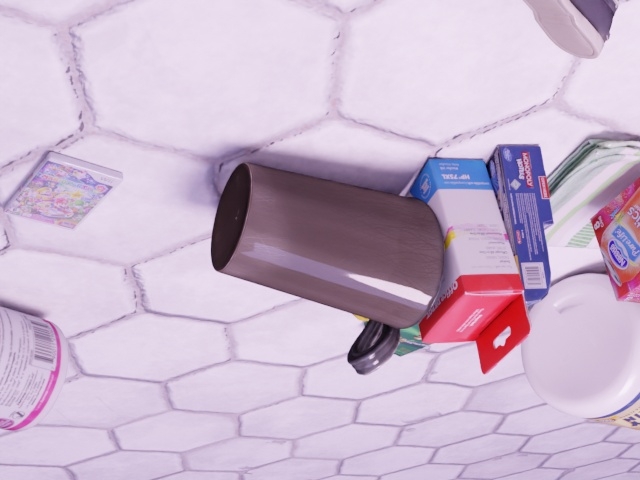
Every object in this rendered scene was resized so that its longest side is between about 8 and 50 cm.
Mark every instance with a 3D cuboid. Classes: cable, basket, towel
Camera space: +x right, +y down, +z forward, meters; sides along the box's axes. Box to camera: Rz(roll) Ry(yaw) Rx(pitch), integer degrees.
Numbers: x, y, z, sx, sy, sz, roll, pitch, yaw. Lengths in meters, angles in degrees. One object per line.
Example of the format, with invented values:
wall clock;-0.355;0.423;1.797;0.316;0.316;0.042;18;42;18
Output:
cable;0.097;0.096;1.105;0.139;0.287;0.072;-27;109;9
basket;0.000;0.000;0.962;0.226;0.204;0.154;14;108;-23
towel;0.435;-0.047;1.133;0.324;0.038;0.248;3;149;-21

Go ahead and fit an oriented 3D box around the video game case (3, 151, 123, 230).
video game case;-0.291;-0.053;0.935;0.087;0.011;0.122;17;141;-38

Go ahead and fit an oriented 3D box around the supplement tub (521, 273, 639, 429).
supplement tub;0.509;0.194;1.379;0.316;0.228;0.228;19;140;-40

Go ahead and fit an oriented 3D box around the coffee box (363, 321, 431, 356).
coffee box;0.176;0.134;1.363;0.184;0.041;0.113;-26;146;26

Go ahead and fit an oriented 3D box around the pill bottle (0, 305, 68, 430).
pill bottle;-0.488;0.146;1.071;0.160;0.160;0.283;-27;145;28

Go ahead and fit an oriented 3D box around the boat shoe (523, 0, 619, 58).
boat shoe;0.208;-0.243;0.727;0.206;0.075;0.065;36;84;-45

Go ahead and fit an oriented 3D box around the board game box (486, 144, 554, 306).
board game box;0.226;0.006;1.053;0.060;0.194;0.194;-1;163;-13

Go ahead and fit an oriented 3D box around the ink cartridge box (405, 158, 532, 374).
ink cartridge box;0.165;0.033;0.994;0.077;0.231;0.134;0;149;-17

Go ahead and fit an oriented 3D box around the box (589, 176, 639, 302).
box;0.501;0.007;1.078;0.256;0.128;0.123;5;148;-23
